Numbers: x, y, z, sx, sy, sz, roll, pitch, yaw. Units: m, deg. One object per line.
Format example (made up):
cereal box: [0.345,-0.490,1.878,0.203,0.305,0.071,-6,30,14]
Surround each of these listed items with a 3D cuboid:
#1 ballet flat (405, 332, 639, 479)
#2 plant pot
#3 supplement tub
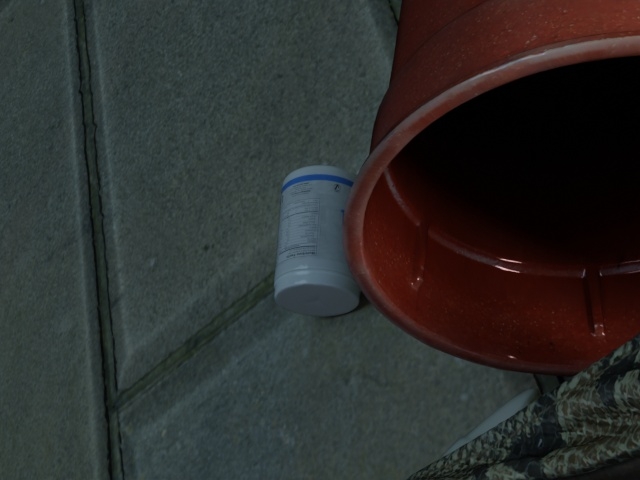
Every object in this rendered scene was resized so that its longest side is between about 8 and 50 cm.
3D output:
ballet flat: [0.158,0.118,0.526,0.483,0.164,0.182,-48,12,43]
plant pot: [0.152,-0.104,0.605,0.272,0.272,0.265,-28,43,35]
supplement tub: [0.000,0.000,0.844,0.071,0.071,0.107,-21,56,40]
